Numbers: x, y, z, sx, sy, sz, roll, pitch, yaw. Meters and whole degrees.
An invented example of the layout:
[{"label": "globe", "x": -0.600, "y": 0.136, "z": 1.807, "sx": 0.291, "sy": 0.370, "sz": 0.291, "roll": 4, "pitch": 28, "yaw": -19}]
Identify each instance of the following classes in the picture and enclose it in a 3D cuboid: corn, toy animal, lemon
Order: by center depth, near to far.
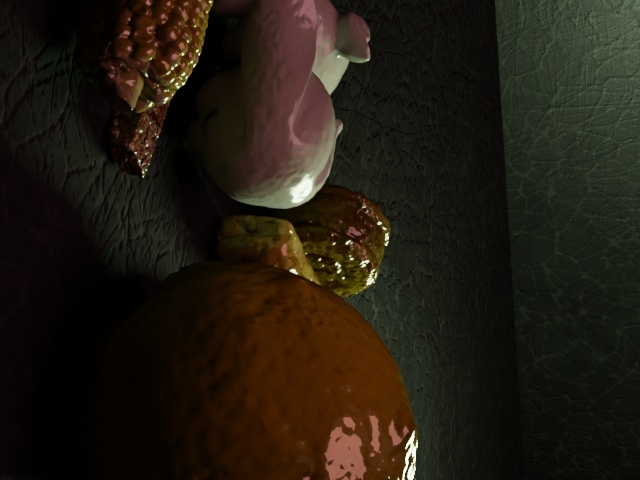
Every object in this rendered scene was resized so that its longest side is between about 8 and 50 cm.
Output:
[{"label": "corn", "x": -0.164, "y": -0.271, "z": 1.373, "sx": 0.130, "sy": 0.130, "sz": 0.347, "roll": 68, "pitch": 28, "yaw": -53}, {"label": "lemon", "x": -0.078, "y": 0.190, "z": 1.409, "sx": 0.350, "sy": 0.350, "sz": 0.387, "roll": 66, "pitch": 1, "yaw": -55}, {"label": "toy animal", "x": -0.053, "y": -0.166, "z": 1.614, "sx": 0.271, "sy": 0.206, "sz": 0.265, "roll": 77, "pitch": 21, "yaw": -47}]

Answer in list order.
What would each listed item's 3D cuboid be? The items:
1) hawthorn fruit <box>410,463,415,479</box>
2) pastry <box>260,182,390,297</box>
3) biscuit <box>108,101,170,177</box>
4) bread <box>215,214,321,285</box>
[{"label": "hawthorn fruit", "x": -0.008, "y": 0.280, "z": 1.767, "sx": 0.284, "sy": 0.284, "sz": 0.284, "roll": 4, "pitch": 90, "yaw": -72}, {"label": "pastry", "x": 0.000, "y": 0.000, "z": 1.847, "sx": 0.188, "sy": 0.189, "sz": 0.103, "roll": 65, "pitch": 30, "yaw": -56}, {"label": "biscuit", "x": -0.186, "y": -0.166, "z": 1.473, "sx": 0.064, "sy": 0.034, "sz": 0.199, "roll": 68, "pitch": 30, "yaw": -53}, {"label": "bread", "x": -0.065, "y": 0.048, "z": 1.768, "sx": 0.211, "sy": 0.114, "sz": 0.083, "roll": 66, "pitch": 36, "yaw": -51}]
